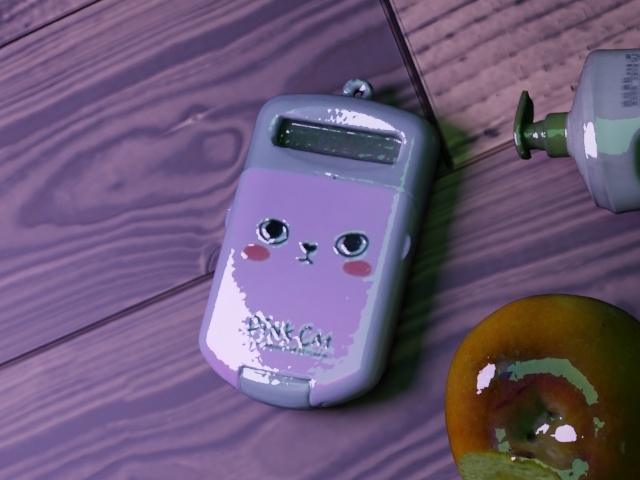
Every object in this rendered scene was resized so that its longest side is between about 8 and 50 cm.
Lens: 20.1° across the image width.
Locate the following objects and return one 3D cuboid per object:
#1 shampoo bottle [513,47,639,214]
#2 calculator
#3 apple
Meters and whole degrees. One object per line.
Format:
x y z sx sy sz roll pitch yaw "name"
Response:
0.245 -0.077 1.203 0.234 0.087 0.118 -3 74 17 "shampoo bottle"
0.000 0.000 1.283 0.141 0.045 0.246 11 78 20 "calculator"
0.151 0.114 1.148 0.146 0.147 0.163 5 79 19 "apple"
